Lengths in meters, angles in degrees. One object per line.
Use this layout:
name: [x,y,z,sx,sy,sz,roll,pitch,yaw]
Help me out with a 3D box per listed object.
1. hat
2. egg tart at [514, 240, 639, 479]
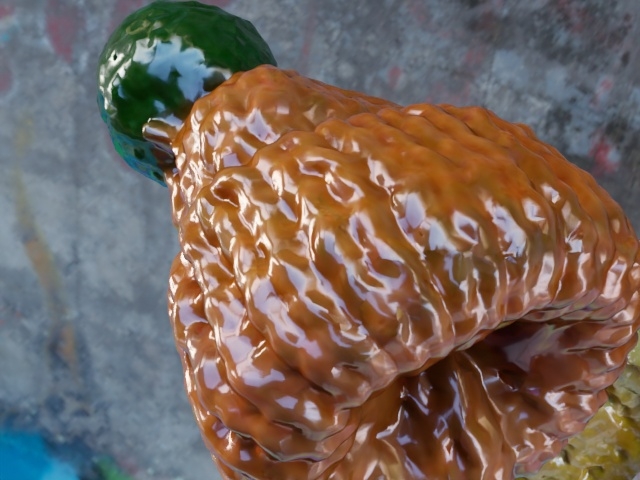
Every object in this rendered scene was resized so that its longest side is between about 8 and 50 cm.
hat: [0.000,0.000,0.811,0.400,0.285,0.285,47,144,48]
egg tart: [0.177,0.113,0.971,0.288,0.118,0.288,1,125,1]
